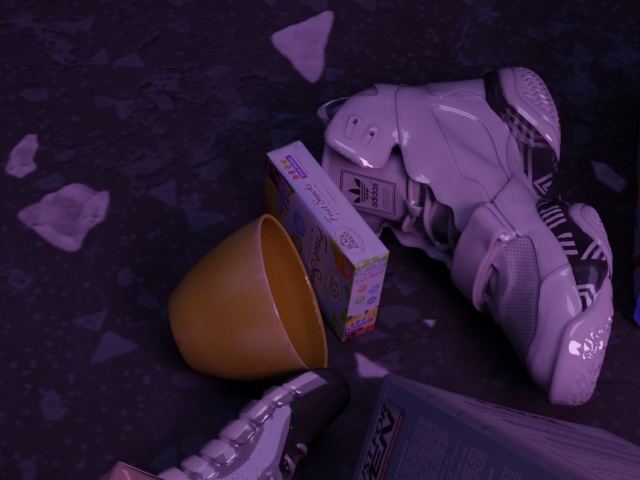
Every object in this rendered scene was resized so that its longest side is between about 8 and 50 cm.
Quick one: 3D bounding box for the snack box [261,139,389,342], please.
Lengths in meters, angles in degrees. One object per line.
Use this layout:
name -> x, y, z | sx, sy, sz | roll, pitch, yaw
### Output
snack box -> 0.000, 0.000, 1.165 | 0.037, 0.100, 0.141 | -22, 55, -23

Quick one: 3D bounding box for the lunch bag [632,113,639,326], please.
lunch bag -> 0.384, -0.147, 1.142 | 0.238, 0.385, 0.328 | 10, 50, 3

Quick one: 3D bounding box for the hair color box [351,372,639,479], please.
hair color box -> 0.170, 0.187, 0.836 | 0.185, 0.114, 0.374 | 17, 1, -20

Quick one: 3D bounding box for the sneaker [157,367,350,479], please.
sneaker -> -0.043, 0.200, 1.010 | 0.228, 0.086, 0.132 | -35, 65, -18

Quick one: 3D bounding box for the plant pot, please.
plant pot -> -0.063, 0.058, 1.105 | 0.095, 0.134, 0.134 | -20, 49, 12

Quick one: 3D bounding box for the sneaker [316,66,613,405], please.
sneaker -> 0.108, -0.009, 1.165 | 0.210, 0.137, 0.366 | -1, 44, -6

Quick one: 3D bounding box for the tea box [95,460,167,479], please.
tea box -> -0.034, 0.334, 0.685 | 0.220, 0.323, 0.329 | -37, 49, 13
